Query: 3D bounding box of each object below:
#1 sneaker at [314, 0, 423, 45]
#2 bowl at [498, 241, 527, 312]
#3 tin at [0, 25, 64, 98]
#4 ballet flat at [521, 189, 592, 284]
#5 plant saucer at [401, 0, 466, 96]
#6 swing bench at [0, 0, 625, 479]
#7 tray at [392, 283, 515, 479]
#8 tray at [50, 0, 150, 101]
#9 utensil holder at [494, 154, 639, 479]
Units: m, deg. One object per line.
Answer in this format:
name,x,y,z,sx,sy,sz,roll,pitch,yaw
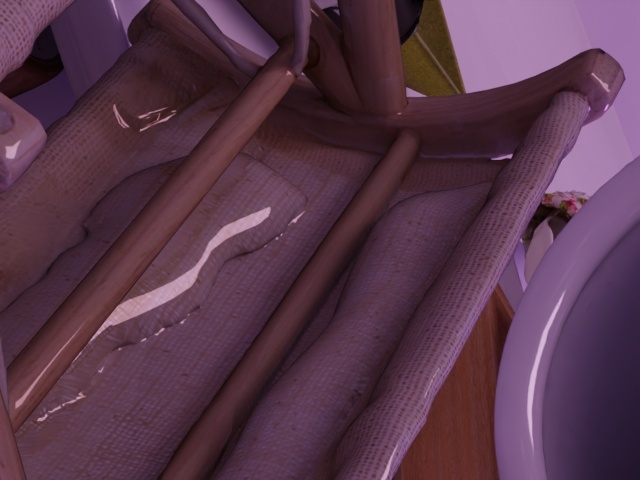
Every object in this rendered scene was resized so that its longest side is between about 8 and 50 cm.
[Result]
sneaker,0.013,-0.195,0.963,0.257,0.169,0.447,60,8,-26
bowl,0.144,0.079,1.307,0.142,0.053,0.142,43,30,-55
tin,-0.144,-0.110,0.638,0.189,0.040,0.106,33,42,-64
ballet flat,0.173,0.058,1.222,0.077,0.091,0.241,21,36,-27
plant saucer,0.035,-0.205,1.338,0.188,0.045,0.188,46,27,-54
swing bench,-0.066,-0.061,0.481,0.255,0.165,0.253,63,35,-22
tray,0.152,0.228,1.101,0.203,0.076,0.411,-90,154,-54
tray,-0.078,-0.094,0.754,0.270,0.030,0.145,-42,114,-86
utensil holder,0.306,0.151,0.992,0.385,0.327,0.328,50,24,-53
